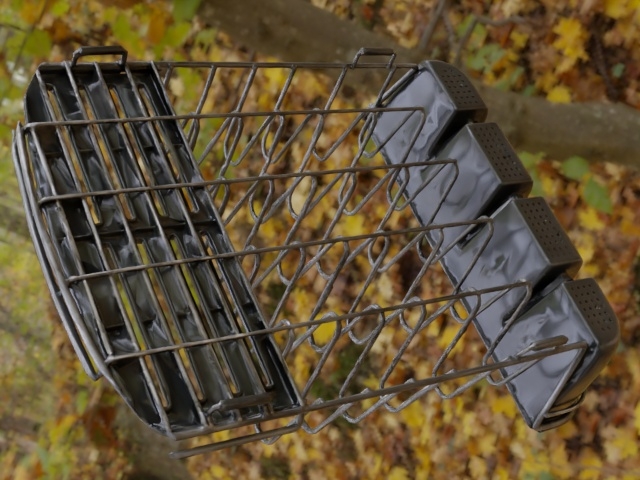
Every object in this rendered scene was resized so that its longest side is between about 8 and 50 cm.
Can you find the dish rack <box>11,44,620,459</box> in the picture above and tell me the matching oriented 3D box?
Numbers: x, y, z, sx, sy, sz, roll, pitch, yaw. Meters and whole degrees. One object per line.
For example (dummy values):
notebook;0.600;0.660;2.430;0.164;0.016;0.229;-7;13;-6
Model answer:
dish rack;0.000;0.000;0.472;0.208;0.271;0.074;63;141;28
